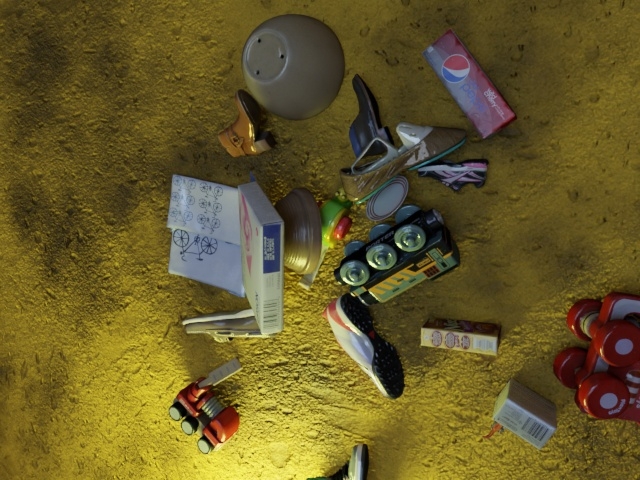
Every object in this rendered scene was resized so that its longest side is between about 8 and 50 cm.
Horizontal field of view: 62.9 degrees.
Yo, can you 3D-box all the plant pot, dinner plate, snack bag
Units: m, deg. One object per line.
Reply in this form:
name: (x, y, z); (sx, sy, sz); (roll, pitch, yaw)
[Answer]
plant pot: (-0.087, -0.022, 1.424); (0.237, 0.109, 0.237); (175, 90, -68)
plant pot: (-0.100, -0.472, 1.396); (0.284, 0.191, 0.284); (4, 99, 23)
dinner plate: (0.177, -0.109, 1.374); (0.141, 0.141, 0.017); (-38, 125, 23)
snack bag: (-0.353, -0.016, 1.653); (0.323, 0.037, 0.343); (15, 103, 21)

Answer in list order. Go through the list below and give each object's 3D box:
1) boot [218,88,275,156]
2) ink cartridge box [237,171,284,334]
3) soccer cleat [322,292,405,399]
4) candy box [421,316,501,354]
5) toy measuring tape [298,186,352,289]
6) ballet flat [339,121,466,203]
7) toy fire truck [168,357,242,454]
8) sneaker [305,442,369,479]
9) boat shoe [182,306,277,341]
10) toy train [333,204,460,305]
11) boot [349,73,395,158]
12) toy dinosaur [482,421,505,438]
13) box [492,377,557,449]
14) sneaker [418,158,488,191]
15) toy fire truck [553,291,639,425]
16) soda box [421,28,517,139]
boot: (-0.236, -0.327, 1.505); (0.152, 0.073, 0.197); (-7, 124, 31)
ink cartridge box: (-0.172, 0.024, 1.404); (0.330, 0.071, 0.324); (-128, 34, -54)
soccer cleat: (0.121, 0.302, 1.466); (0.116, 0.108, 0.318); (-36, 84, 44)
candy box: (0.360, 0.241, 1.337); (0.186, 0.109, 0.053); (2, 98, 23)
toy measuring tape: (0.000, 0.000, 1.459); (0.121, 0.121, 0.330); (31, 108, 17)
ballet flat: (0.191, -0.220, 1.323); (0.342, 0.116, 0.124); (-28, 108, 25)
toy fire truck: (-0.331, 0.515, 1.672); (0.217, 0.158, 0.246); (44, 122, 13)
sneaker: (0.042, 0.717, 1.541); (0.178, 0.124, 0.296); (10, 102, 12)
boat shoe: (-0.282, 0.266, 1.620); (0.324, 0.116, 0.097); (-10, 90, 19)
toy train: (0.197, 0.051, 1.356); (0.334, 0.142, 0.190); (-35, 111, 26)
boot: (0.106, -0.323, 1.386); (0.106, 0.082, 0.219); (-24, 89, 22)
toy dinosaur: (0.468, 0.477, 1.344); (0.047, 0.090, 0.082); (40, 155, 24)
box: (0.502, 0.421, 1.284); (0.126, 0.137, 0.072); (31, 109, 17)
sneaker: (0.330, -0.160, 1.320); (0.178, 0.072, 0.077); (4, 110, 29)
toy fire truck: (0.701, 0.270, 1.183); (0.254, 0.169, 0.302); (10, 103, -2)
soda box: (0.361, -0.375, 1.266); (0.092, 0.083, 0.263); (-36, 83, 24)
